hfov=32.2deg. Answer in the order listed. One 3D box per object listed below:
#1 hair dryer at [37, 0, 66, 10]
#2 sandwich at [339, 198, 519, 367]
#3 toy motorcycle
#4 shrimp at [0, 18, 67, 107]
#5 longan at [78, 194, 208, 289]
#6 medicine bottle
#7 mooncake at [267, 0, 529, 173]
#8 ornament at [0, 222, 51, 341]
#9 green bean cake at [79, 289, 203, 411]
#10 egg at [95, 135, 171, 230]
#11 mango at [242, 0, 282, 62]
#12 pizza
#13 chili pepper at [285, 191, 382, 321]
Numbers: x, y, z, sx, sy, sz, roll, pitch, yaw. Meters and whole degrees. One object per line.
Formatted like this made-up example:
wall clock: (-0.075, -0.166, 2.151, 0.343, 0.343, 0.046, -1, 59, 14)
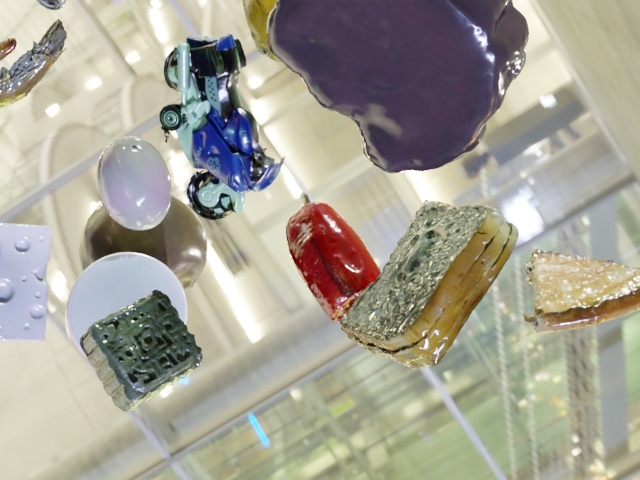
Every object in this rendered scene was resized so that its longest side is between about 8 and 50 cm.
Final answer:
hair dryer: (-0.385, -0.519, 1.996, 0.298, 0.296, 0.119, 34, 166, 22)
sandwich: (0.183, 0.070, 1.882, 0.099, 0.301, 0.271, 40, 168, -16)
toy motorcycle: (-0.171, -0.199, 1.950, 0.125, 0.196, 0.331, -41, -56, -65)
shrimp: (-0.624, -0.357, 2.243, 0.058, 0.253, 0.173, 55, -158, 24)
longan: (-0.437, 0.017, 2.728, 0.319, 0.319, 0.319, 56, -172, -12)
medicine bottle: (-0.424, 0.160, 2.402, 0.252, 0.253, 0.241, 58, 164, -2)
mooncake: (0.137, -0.307, 1.724, 0.381, 0.351, 0.212, 61, -140, -30)
ornament: (-0.706, 0.080, 2.278, 0.240, 0.240, 0.239, 0, 87, 61)
green bean cake: (-0.328, 0.201, 2.051, 0.173, 0.181, 0.094, 58, 151, 9)
egg: (-0.262, -0.080, 1.557, 0.103, 0.103, 0.135, -68, -35, -80)
mango: (-0.068, -0.456, 2.122, 0.130, 0.167, 0.261, 84, 170, -60)
pizza: (0.457, 0.102, 2.072, 0.288, 0.251, 0.074, 14, 120, 47)
chili pepper: (-0.001, -0.003, 2.175, 0.131, 0.134, 0.338, -6, -128, -32)
